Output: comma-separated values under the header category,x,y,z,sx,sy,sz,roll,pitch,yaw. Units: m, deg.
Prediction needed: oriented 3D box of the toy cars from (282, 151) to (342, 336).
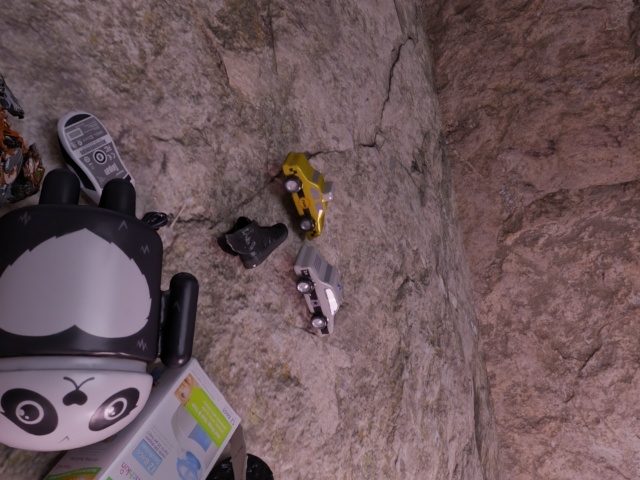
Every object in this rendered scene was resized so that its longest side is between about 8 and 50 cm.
category,x,y,z,sx,sy,sz,roll,pitch,yaw
toy cars,0.000,0.000,0.968,0.176,0.087,0.394,29,52,-70

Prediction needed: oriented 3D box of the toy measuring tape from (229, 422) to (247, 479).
category,x,y,z,sx,sy,sz,roll,pitch,yaw
toy measuring tape,-0.132,0.327,0.534,0.121,0.121,0.330,55,2,-29

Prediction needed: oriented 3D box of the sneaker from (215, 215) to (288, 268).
category,x,y,z,sx,sy,sz,roll,pitch,yaw
sneaker,-0.121,-0.013,0.851,0.170,0.051,0.089,-53,126,-49

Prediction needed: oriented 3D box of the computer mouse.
category,x,y,z,sx,sy,sz,roll,pitch,yaw
computer mouse,-0.291,-0.081,0.624,0.106,0.042,0.193,-50,125,-48

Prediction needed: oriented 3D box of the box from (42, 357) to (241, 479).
category,x,y,z,sx,sy,sz,roll,pitch,yaw
box,-0.202,0.249,0.518,0.114,0.103,0.203,60,36,-20

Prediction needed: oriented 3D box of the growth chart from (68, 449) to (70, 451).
category,x,y,z,sx,sy,sz,roll,pitch,yaw
growth chart,-0.248,0.319,0.535,0.172,0.021,0.238,28,54,-49

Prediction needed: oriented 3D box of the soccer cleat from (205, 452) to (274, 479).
category,x,y,z,sx,sy,sz,roll,pitch,yaw
soccer cleat,-0.151,0.422,0.589,0.108,0.117,0.318,25,27,1

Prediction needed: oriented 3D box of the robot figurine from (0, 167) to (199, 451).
category,x,y,z,sx,sy,sz,roll,pitch,yaw
robot figurine,-0.256,0.068,0.481,0.174,0.208,0.279,63,22,-68

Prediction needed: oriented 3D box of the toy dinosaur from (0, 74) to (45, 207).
category,x,y,z,sx,sy,sz,roll,pitch,yaw
toy dinosaur,-0.406,-0.169,0.425,0.322,0.164,0.218,45,24,-12
